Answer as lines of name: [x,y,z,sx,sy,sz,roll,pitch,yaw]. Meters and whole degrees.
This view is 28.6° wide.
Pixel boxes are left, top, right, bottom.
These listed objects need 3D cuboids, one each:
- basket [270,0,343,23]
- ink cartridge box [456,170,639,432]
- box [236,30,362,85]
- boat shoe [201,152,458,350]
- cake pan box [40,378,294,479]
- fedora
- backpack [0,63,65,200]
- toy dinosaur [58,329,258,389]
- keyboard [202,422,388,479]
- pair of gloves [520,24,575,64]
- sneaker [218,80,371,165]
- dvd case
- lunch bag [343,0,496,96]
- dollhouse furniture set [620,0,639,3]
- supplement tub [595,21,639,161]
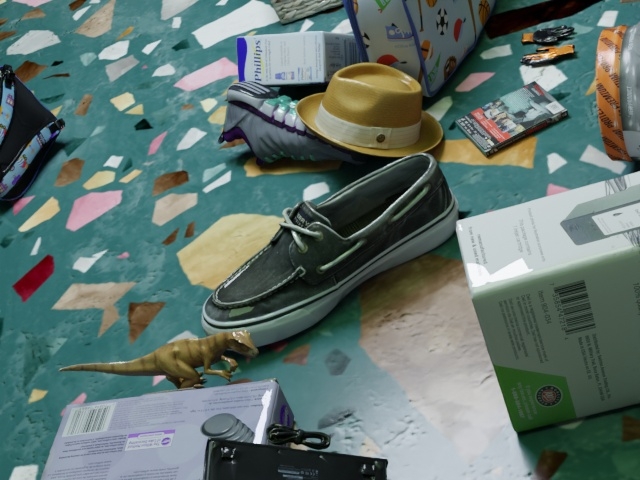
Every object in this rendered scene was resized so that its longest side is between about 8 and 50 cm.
basket: [-0.010,-0.423,1.960,0.167,0.103,0.113,-18,39,7]
ink cartridge box: [0.287,0.051,1.188,0.272,0.198,0.115,-15,38,9]
box: [-0.028,-0.251,1.750,0.137,0.072,0.126,1,7,27]
boat shoe: [0.000,0.000,1.449,0.335,0.119,0.121,-31,39,-11]
cake pan box: [-0.173,0.264,1.270,0.266,0.070,0.246,-9,38,16]
fedora: [0.067,-0.175,1.600,0.194,0.079,0.194,9,29,-5]
backpack: [-0.479,-0.146,1.834,0.117,0.158,0.173,-3,53,35]
toy dinosaur: [-0.163,0.135,1.377,0.211,0.112,0.064,-14,40,11]
keyboard: [-0.023,0.226,1.210,0.180,0.023,0.108,9,50,-9]
pair of gloves: [0.307,-0.264,1.695,0.074,0.010,0.083,-9,38,18]
sneaker: [-0.033,-0.132,1.676,0.223,0.098,0.083,27,24,23]
dvd case: [0.243,-0.156,1.599,0.119,0.013,0.087,-28,39,-5]
lunch bag: [0.138,-0.360,1.702,0.115,0.243,0.303,5,47,29]
dollhouse furniture set: [0.489,-0.390,1.437,0.303,0.174,0.355,-4,18,17]
supplement tub: [0.470,-0.171,1.362,0.316,0.194,0.194,-3,42,23]
